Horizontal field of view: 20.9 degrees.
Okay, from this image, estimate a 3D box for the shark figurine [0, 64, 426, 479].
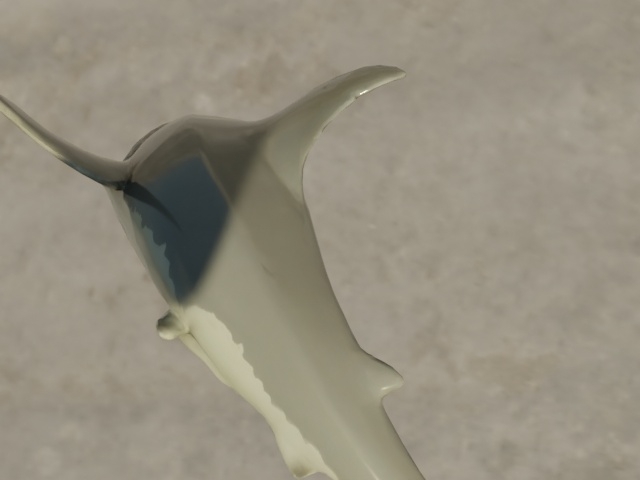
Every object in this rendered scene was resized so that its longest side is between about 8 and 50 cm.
[{"bbox_3d":[0.001,0.004,0.558,0.116,0.166,0.278,-42,43,3],"label":"shark figurine"}]
